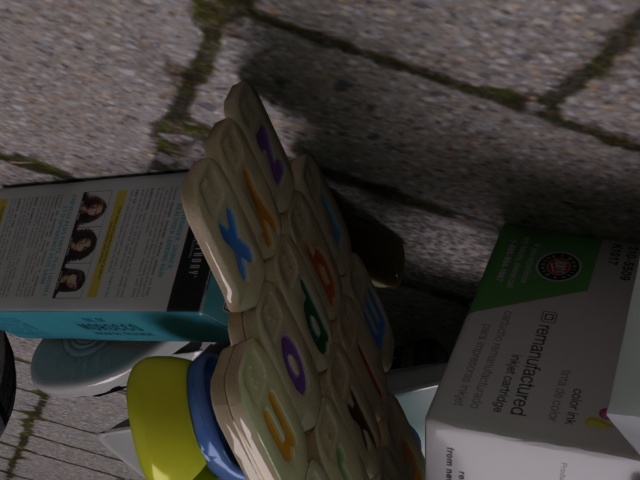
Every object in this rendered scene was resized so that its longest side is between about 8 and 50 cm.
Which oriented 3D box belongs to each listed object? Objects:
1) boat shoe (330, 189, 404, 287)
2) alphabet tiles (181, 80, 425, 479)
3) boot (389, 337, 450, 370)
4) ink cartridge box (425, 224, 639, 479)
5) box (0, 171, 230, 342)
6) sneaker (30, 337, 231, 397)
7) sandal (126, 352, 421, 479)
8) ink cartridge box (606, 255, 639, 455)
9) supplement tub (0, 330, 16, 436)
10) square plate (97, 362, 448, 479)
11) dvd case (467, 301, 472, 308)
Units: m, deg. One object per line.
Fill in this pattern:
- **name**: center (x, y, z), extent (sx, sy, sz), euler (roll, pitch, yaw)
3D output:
- **boat shoe**: center (0.000, 0.000, 0.933), extent (0.045, 0.050, 0.135), euler (-9, 151, 38)
- **alphabet tiles**: center (-0.003, 0.064, 0.771), extent (0.021, 0.284, 0.278), euler (-19, 111, 15)
- **boot**: center (0.037, 0.159, 1.245), extent (0.179, 0.085, 0.236), euler (-8, 148, 14)
- **ink cartridge box**: center (0.216, 0.105, 0.813), extent (0.278, 0.201, 0.117), euler (8, 124, 16)
- **box**: center (-0.137, 0.013, 0.995), extent (0.244, 0.100, 0.060), euler (-2, 157, 40)
- **sneaker**: center (-0.093, 0.082, 1.063), extent (0.217, 0.079, 0.121), euler (-25, 138, 17)
- **sandal**: center (0.010, 0.160, 0.973), extent (0.138, 0.126, 0.317), euler (-23, 143, 19)
- **ink cartridge box**: center (0.219, 0.023, 0.650), extent (0.127, 0.176, 0.128), euler (6, 158, 30)
- **supplement tub**: center (-0.371, 0.090, 1.217), extent (0.207, 0.207, 0.338), euler (15, 161, -1)
- **square plate**: center (0.055, 0.188, 1.162), extent (0.344, 0.049, 0.347), euler (-11, 145, 22)
- **dvd case**: center (0.210, 0.100, 1.110), extent (0.165, 0.018, 0.221), euler (7, 160, 19)
